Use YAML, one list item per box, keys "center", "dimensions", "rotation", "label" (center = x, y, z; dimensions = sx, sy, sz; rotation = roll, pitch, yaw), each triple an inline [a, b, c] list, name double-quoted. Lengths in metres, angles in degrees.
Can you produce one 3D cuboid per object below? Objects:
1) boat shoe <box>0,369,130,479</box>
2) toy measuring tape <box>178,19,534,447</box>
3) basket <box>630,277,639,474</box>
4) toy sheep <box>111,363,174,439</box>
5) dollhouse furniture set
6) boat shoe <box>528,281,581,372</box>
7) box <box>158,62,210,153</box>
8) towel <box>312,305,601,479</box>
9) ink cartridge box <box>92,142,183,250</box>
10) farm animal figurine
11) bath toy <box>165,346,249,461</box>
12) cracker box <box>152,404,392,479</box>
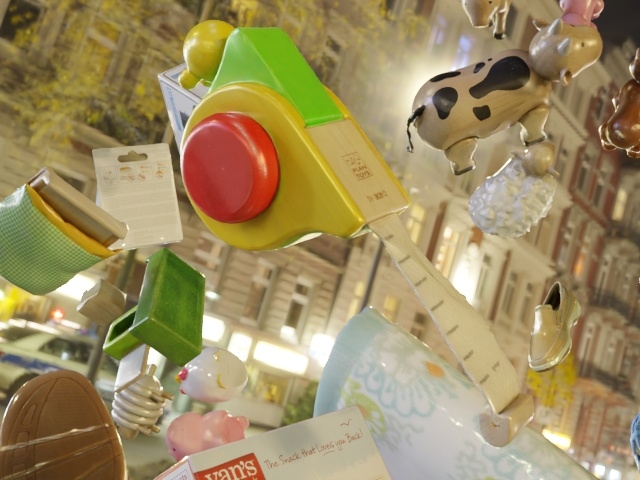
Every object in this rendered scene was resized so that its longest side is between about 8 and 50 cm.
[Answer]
- center: [-0.222, 0.295, 0.838]
  dimensions: [0.123, 0.342, 0.123]
  rotation: [-21, -25, -12]
  label: "boat shoe"
- center: [0.000, 0.000, 0.560]
  dimensions: [0.330, 0.121, 0.121]
  rotation: [56, -4, 10]
  label: "toy measuring tape"
- center: [0.383, 0.182, 0.759]
  dimensions: [0.289, 0.201, 0.254]
  rotation: [53, 12, -28]
  label: "basket"
- center: [-0.291, 0.261, 1.407]
  dimensions: [0.091, 0.132, 0.091]
  rotation: [25, 0, 0]
  label: "toy sheep"
- center: [-0.332, 0.070, 1.192]
  dimensions: [0.198, 0.151, 0.301]
  rotation: [-33, -56, 25]
  label: "dollhouse furniture set"
- center: [0.374, 0.137, 1.431]
  dimensions: [0.068, 0.190, 0.072]
  rotation: [-19, -69, 35]
  label: "boat shoe"
- center: [-0.104, -0.133, 1.202]
  dimensions: [0.290, 0.087, 0.169]
  rotation: [36, -34, 43]
  label: "box"
- center: [0.132, 0.259, 0.826]
  dimensions: [0.321, 0.090, 0.374]
  rotation: [34, -32, 20]
  label: "towel"
- center: [-0.330, -0.076, 1.544]
  dimensions: [0.145, 0.179, 0.045]
  rotation: [-9, 0, -31]
  label: "ink cartridge box"
- center: [0.235, -0.211, 1.035]
  dimensions: [0.330, 0.327, 0.172]
  rotation: [52, 0, 24]
  label: "farm animal figurine"
- center: [-0.197, 0.344, 1.432]
  dimensions: [0.129, 0.348, 0.151]
  rotation: [-26, -39, 32]
  label: "bath toy"
- center: [0.002, 0.237, 0.563]
  dimensions: [0.156, 0.232, 0.067]
  rotation: [-5, -26, -44]
  label: "cracker box"
